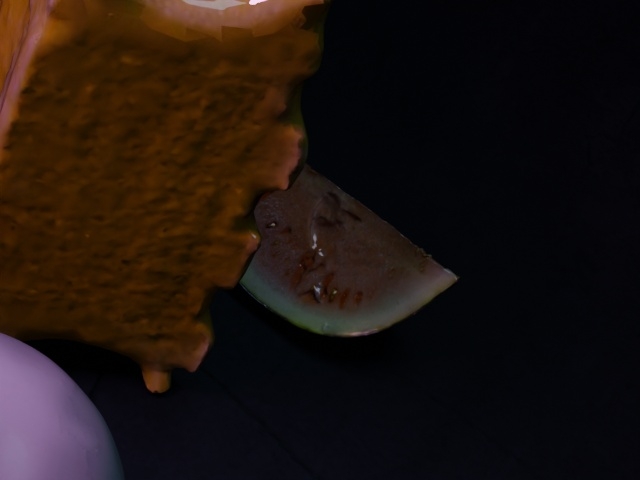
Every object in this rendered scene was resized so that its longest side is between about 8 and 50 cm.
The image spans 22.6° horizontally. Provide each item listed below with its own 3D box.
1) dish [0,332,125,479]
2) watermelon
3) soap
[{"bbox_3d":[-0.195,0.133,0.644,0.256,0.117,0.256,3,79,-13],"label":"dish"},{"bbox_3d":[0.000,0.003,0.977,0.163,0.087,0.069,38,13,7],"label":"watermelon"},{"bbox_3d":[-0.112,-0.135,0.885,0.156,0.293,0.335,6,49,-18],"label":"soap"}]
